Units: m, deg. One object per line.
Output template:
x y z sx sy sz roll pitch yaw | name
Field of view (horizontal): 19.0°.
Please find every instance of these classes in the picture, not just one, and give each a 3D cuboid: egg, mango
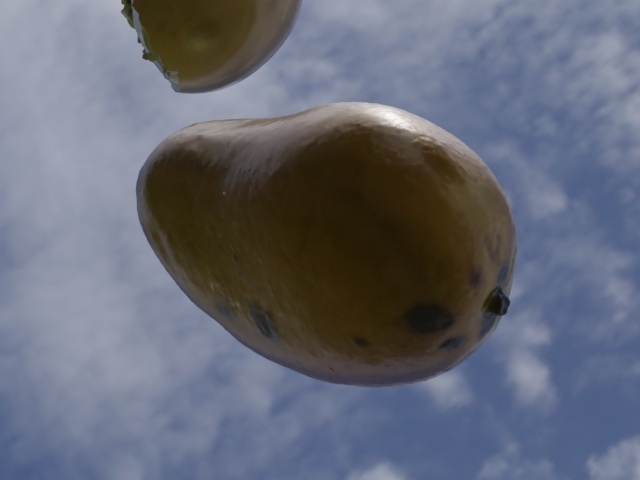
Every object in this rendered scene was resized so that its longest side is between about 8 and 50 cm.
-0.051 -0.119 0.957 0.096 0.080 0.080 -28 -87 -6 | egg
0.002 0.003 0.751 0.178 0.090 0.115 -3 -60 46 | mango
